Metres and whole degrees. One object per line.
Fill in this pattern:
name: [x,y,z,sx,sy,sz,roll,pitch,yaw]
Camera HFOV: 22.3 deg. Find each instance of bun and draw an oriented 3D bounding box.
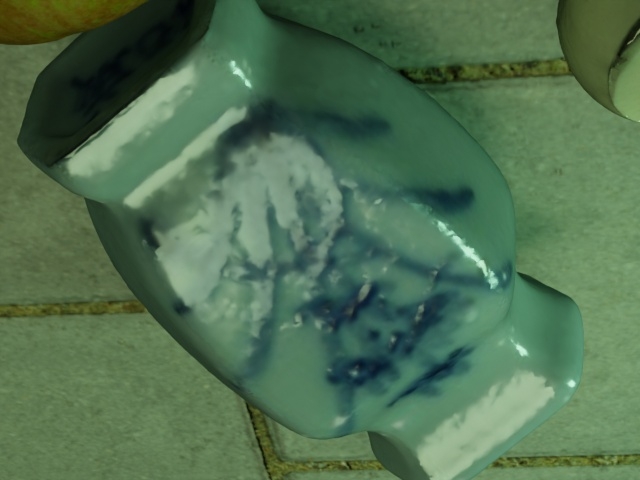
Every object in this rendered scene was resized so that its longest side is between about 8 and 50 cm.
bun: [0.216,-0.156,0.964,0.173,0.120,0.173,-19,153,-10]

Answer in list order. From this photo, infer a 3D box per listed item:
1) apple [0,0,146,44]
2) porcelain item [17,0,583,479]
apple: [-0.152,-0.209,0.887,0.196,0.196,0.196,3,140,2]
porcelain item: [0.000,0.000,1.091,0.242,0.178,0.405,-39,126,12]
